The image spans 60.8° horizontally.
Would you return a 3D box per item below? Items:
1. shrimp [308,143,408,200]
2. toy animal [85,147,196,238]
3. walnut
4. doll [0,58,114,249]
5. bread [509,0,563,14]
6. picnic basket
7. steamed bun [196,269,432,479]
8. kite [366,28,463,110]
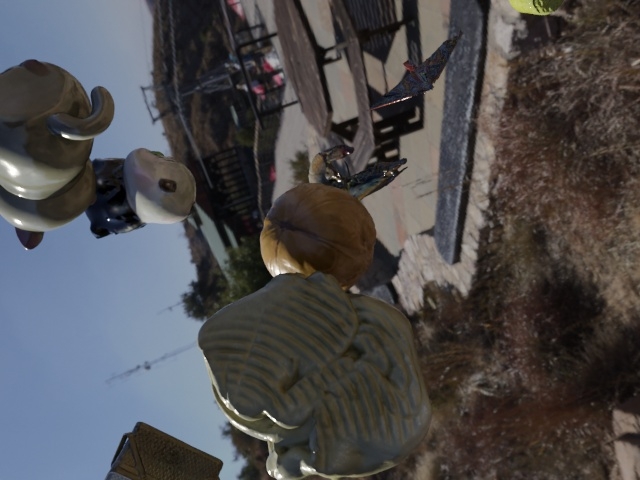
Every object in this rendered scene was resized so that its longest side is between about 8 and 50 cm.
[{"bbox_3d":[0.076,-0.153,1.216,0.144,0.251,0.052,57,-147,-19],"label":"shrimp"},{"bbox_3d":[-0.449,-0.132,1.367,0.212,0.266,0.213,-14,-90,-85],"label":"toy animal"},{"bbox_3d":[0.000,0.000,0.936,0.225,0.193,0.193,8,-126,-58],"label":"walnut"},{"bbox_3d":[-0.525,-0.165,1.006,0.226,0.215,0.370,38,142,-6],"label":"doll"},{"bbox_3d":[0.555,-0.640,1.402,0.114,0.129,0.111,-116,32,-56],"label":"bread"},{"bbox_3d":[-0.381,0.577,1.307,0.165,0.266,0.139,-57,8,33],"label":"picnic basket"},{"bbox_3d":[-0.005,0.190,0.764,0.203,0.289,0.276,63,-166,-66],"label":"steamed bun"},{"bbox_3d":[0.179,-0.312,1.035,0.009,0.232,0.189,41,-159,-27],"label":"kite"}]
